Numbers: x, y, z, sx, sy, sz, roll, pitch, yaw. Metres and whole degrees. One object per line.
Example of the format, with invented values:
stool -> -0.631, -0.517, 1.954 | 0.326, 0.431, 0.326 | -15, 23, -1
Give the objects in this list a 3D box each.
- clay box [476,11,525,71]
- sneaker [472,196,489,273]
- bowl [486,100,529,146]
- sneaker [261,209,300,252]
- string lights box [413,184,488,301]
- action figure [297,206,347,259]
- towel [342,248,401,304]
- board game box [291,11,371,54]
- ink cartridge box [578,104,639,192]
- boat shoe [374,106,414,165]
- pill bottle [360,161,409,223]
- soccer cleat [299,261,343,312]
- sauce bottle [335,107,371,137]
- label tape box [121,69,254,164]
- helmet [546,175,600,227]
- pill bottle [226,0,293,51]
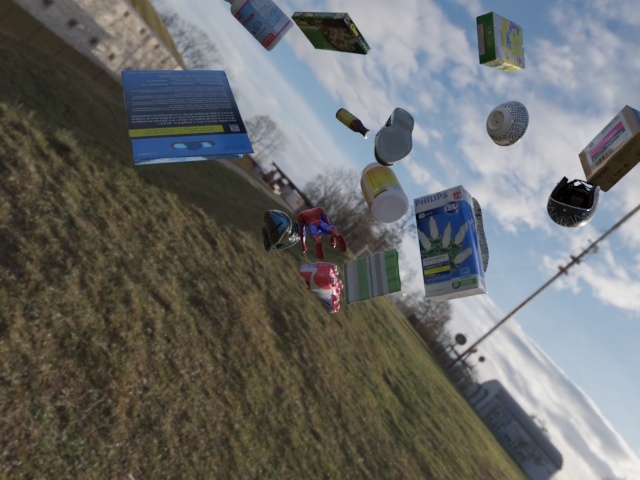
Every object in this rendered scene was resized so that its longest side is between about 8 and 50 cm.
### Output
clay box -> 0.511, -0.549, 1.418 | 0.053, 0.222, 0.128 | -2, -85, 41
sneaker -> 0.510, 0.007, 1.707 | 0.146, 0.102, 0.294 | 36, 54, -72
bowl -> 0.671, -0.437, 1.863 | 0.080, 0.170, 0.170 | 3, 32, -36
sneaker -> -0.132, -0.044, 1.837 | 0.341, 0.139, 0.125 | 141, -63, -76
string lights box -> 0.316, 0.010, 1.241 | 0.076, 0.133, 0.260 | 24, 57, -52
action figure -> 0.000, 0.000, 1.355 | 0.280, 0.091, 0.139 | -120, -165, -63
towel -> 0.124, 0.090, 1.229 | 0.023, 0.151, 0.113 | 33, 48, -49
board game box -> 0.028, -0.618, 1.500 | 0.259, 0.030, 0.136 | 31, -5, 47
ink cartridge box -> 1.008, -0.312, 1.719 | 0.088, 0.235, 0.193 | 25, 41, -7
boat shoe -> 0.147, -0.203, 1.049 | 0.075, 0.065, 0.206 | 33, 43, -7
pill bottle -> 0.190, -0.154, 1.554 | 0.117, 0.117, 0.215 | 51, 16, -36
soccer cleat -> 0.006, 0.127, 1.368 | 0.095, 0.083, 0.248 | 6, -26, 10
sauce bottle -> 0.100, -0.354, 1.528 | 0.128, 0.042, 0.042 | 43, -4, 25
label tape box -> -0.300, -0.249, 1.118 | 0.106, 0.240, 0.334 | 103, -27, -46
helmet -> 0.848, -0.120, 1.704 | 0.169, 0.162, 0.169 | 27, -5, 2
pill bottle -> -0.144, -0.514, 1.136 | 0.160, 0.087, 0.087 | 41, 2, -19
